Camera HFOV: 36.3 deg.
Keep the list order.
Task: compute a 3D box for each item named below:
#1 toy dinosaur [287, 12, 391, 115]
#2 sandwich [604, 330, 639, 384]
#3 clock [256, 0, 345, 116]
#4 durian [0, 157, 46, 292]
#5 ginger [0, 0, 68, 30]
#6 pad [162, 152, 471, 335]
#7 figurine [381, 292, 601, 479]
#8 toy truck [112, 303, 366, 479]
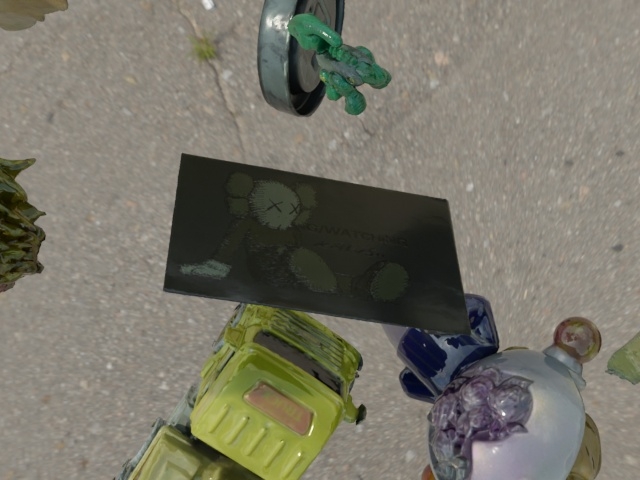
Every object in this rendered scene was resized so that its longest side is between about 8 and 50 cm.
[{"bbox_3d":[0.021,-0.176,0.950,0.059,0.096,0.132,-49,45,-8],"label":"toy dinosaur"},{"bbox_3d":[0.368,0.086,0.921,0.193,0.058,0.162,23,128,43],"label":"sandwich"},{"bbox_3d":[-0.023,-0.276,1.290,0.049,0.226,0.226,13,83,16],"label":"clock"},{"bbox_3d":[-0.191,0.016,0.308,0.187,0.108,0.119,-26,108,18],"label":"durian"},{"bbox_3d":[-0.213,-0.170,0.503,0.193,0.123,0.115,26,115,40],"label":"ginger"},{"bbox_3d":[0.000,0.000,0.621,0.190,0.004,0.127,10,43,-11],"label":"pad"},{"bbox_3d":[0.132,0.109,0.795,0.194,0.133,0.274,-32,54,33],"label":"figurine"},{"bbox_3d":[-0.083,0.187,0.773,0.124,0.157,0.272,34,106,-8],"label":"toy truck"}]
